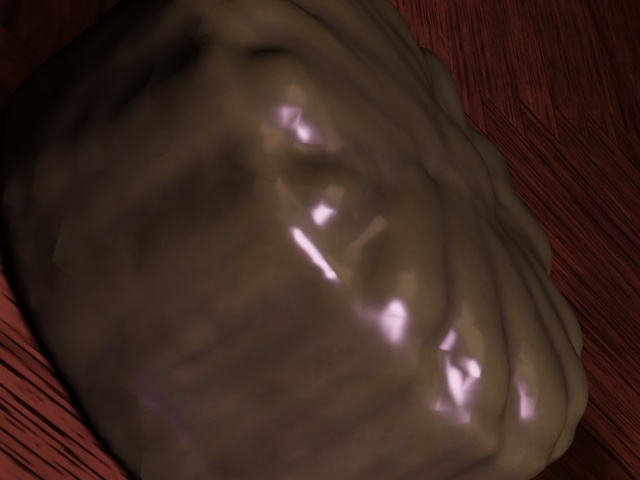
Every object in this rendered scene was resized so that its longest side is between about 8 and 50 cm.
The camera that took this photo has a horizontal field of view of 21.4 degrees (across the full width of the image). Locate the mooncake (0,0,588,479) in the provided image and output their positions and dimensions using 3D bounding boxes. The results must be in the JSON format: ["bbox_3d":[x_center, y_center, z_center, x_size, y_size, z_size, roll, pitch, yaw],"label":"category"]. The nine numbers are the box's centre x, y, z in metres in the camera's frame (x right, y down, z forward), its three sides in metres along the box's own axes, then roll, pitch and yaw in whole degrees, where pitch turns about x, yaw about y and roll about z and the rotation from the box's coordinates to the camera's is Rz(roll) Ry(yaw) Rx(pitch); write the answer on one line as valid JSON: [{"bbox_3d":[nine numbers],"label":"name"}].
[{"bbox_3d":[0.000,0.000,0.956,0.356,0.194,0.356,43,28,-29],"label":"mooncake"}]
